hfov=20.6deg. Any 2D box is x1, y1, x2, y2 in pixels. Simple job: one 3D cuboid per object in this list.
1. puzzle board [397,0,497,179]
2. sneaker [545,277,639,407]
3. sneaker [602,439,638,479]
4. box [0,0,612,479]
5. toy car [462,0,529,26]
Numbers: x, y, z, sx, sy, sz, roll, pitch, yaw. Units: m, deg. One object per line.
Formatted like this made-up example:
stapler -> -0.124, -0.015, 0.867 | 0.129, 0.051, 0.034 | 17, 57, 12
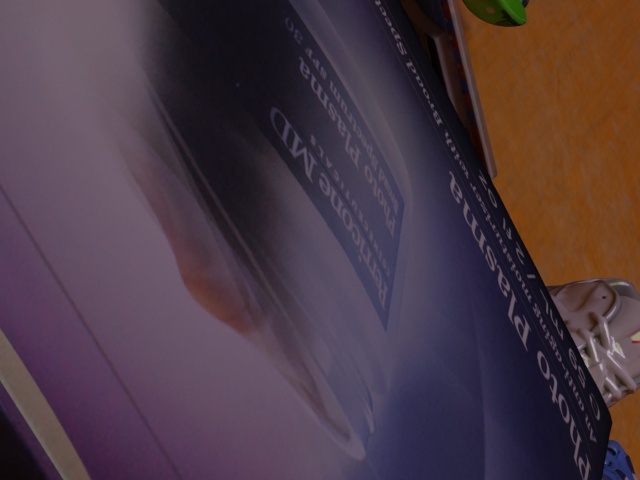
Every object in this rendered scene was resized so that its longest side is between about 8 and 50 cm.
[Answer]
puzzle board -> 0.012, -0.085, 0.584 | 0.096, 0.011, 0.128 | 33, -29, 45
sneaker -> 0.128, 0.068, 0.952 | 0.090, 0.115, 0.232 | 64, 23, -13
sneaker -> 0.158, 0.146, 1.039 | 0.144, 0.053, 0.059 | 43, 34, -62
box -> -0.066, 0.035, 0.470 | 0.296, 0.183, 0.294 | 60, 25, -18
toy car -> 0.089, -0.243, 1.212 | 0.239, 0.053, 0.225 | 25, 49, -58
